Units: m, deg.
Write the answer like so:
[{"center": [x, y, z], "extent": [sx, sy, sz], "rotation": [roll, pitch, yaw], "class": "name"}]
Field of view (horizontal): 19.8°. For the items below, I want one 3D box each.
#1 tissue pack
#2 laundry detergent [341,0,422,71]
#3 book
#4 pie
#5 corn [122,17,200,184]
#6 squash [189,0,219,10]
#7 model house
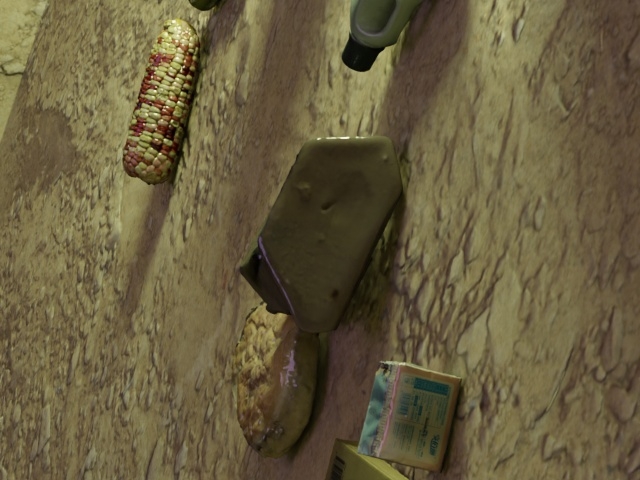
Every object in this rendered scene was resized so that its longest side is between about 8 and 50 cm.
[{"center": [0.084, 0.164, 1.713], "extent": [0.059, 0.074, 0.094], "rotation": [175, 110, -71], "class": "tissue pack"}, {"center": [0.081, -0.281, 1.993], "extent": [0.226, 0.070, 0.099], "rotation": [-62, 37, 31], "class": "laundry detergent"}, {"center": [0.046, 0.297, 1.796], "extent": [0.231, 0.026, 0.161], "rotation": [-153, 77, -69], "class": "book"}, {"center": [-0.049, 0.140, 2.098], "extent": [0.218, 0.052, 0.185], "rotation": [-112, 39, -60], "class": "pie"}, {"center": [-0.233, -0.208, 2.733], "extent": [0.086, 0.086, 0.253], "rotation": [13, 88, 69], "class": "corn"}, {"center": [-0.150, -0.377, 2.669], "extent": [0.183, 0.052, 0.052], "rotation": [158, 123, -66], "class": "squash"}, {"center": [-0.006, -0.004, 1.992], "extent": [0.188, 0.122, 0.229], "rotation": [136, 158, -75], "class": "model house"}]
